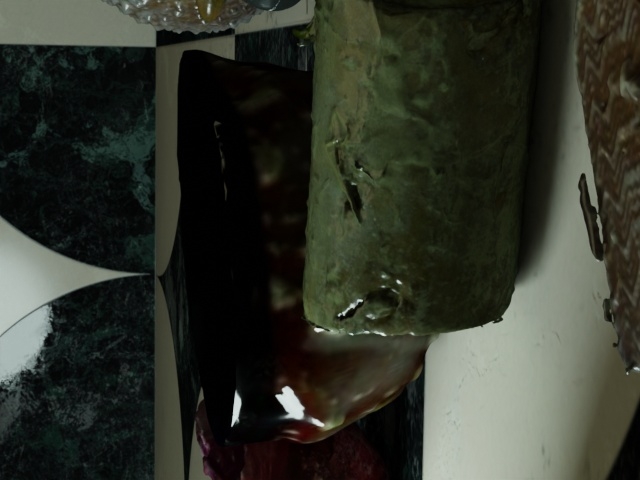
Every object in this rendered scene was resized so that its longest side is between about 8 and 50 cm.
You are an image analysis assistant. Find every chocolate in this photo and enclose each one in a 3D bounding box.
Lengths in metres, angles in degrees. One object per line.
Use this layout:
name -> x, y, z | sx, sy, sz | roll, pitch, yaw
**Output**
chocolate -> 0.189, -0.046, 0.685 | 0.148, 0.093, 0.214 | 140, 127, -71
chocolate -> 0.000, 0.000, 1.248 | 0.225, 0.210, 0.340 | 176, 89, -73

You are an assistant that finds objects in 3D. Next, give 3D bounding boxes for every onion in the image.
onion -> -0.011, 0.219, 1.348 | 0.120, 0.227, 0.283 | -46, 7, 10

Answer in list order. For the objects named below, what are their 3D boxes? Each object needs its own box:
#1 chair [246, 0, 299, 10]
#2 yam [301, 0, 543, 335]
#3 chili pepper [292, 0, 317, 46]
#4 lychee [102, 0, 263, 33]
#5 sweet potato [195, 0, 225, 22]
chair -> -0.035, -0.372, 1.651 | 0.095, 0.104, 0.221 | -64, -6, -47
yam -> 0.071, -0.081, 1.039 | 0.168, 0.168, 0.304 | -123, 34, -66
chili pepper -> -0.067, -0.297, 1.475 | 0.085, 0.076, 0.359 | -50, 32, 9
lychee -> -0.172, -0.386, 1.831 | 0.300, 0.300, 0.300 | 179, 90, -77
sweet potato -> -0.127, -0.340, 1.676 | 0.053, 0.054, 0.182 | -122, 36, -61
